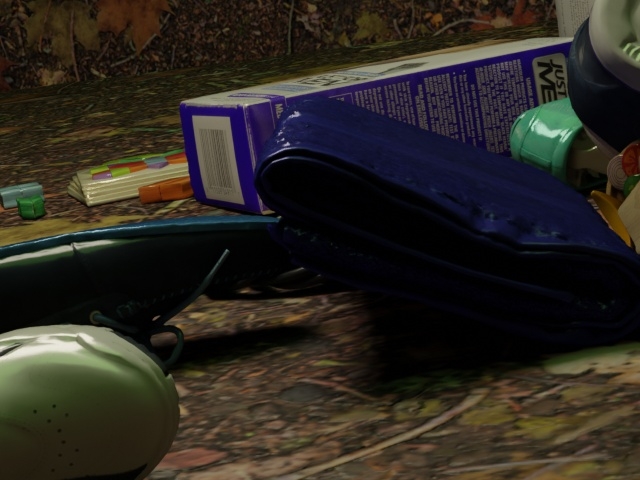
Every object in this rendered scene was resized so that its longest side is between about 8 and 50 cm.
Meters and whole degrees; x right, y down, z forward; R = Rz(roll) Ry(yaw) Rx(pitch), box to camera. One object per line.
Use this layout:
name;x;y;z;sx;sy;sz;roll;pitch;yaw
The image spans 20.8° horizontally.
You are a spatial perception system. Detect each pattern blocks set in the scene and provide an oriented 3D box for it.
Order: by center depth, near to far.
pattern blocks set;-0.172;-0.072;1.843;0.325;0.026;0.285;-14;11;-24

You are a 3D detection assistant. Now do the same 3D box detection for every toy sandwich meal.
toy sandwich meal;0.208;-0.027;1.119;0.029;0.085;0.086;1;2;-38

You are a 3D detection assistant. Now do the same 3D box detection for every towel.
towel;0.070;-0.013;1.061;0.228;0.076;0.308;20;10;-3

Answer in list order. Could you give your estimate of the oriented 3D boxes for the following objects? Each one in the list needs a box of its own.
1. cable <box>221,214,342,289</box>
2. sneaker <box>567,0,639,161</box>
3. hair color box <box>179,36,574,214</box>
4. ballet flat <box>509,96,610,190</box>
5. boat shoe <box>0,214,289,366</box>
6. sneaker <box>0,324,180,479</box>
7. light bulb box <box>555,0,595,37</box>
cable;0.000;0.000;1.239;0.185;0.047;0.150;-3;12;29
sneaker;0.321;-0.079;1.162;0.323;0.130;0.236;19;-11;9
hair color box;0.059;-0.113;1.639;0.339;0.110;0.185;-12;9;-22
ballet flat;0.276;-0.085;1.421;0.247;0.083;0.087;-13;35;-21
boat shoe;-0.144;0.039;1.062;0.258;0.089;0.109;-10;2;-8
sneaker;-0.180;0.105;0.701;0.235;0.094;0.153;-8;12;10
light bulb box;0.460;-0.266;1.781;0.358;0.225;0.361;-11;9;-10
